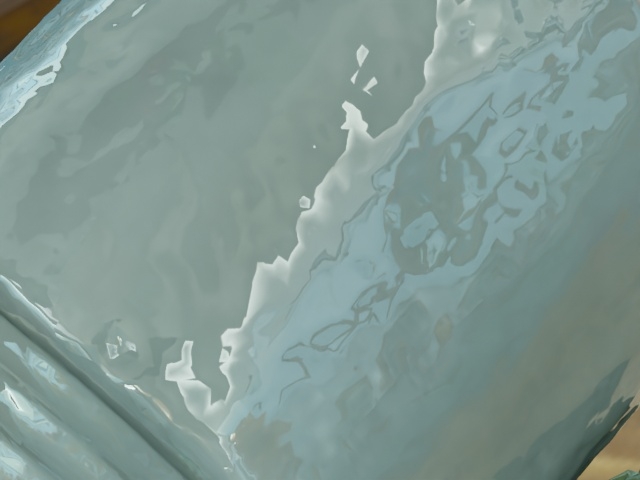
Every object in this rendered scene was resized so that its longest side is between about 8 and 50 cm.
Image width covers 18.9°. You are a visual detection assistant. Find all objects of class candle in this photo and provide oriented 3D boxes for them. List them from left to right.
[{"bbox_3d":[0.001,0.001,0.573,0.221,0.221,0.342,22,64,46],"label":"candle"}]

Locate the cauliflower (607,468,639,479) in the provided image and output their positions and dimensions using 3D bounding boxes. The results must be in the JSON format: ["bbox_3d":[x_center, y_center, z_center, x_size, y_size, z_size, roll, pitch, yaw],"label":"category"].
[{"bbox_3d":[0.110,0.197,0.630,0.327,0.260,0.281,-15,34,-11],"label":"cauliflower"}]
